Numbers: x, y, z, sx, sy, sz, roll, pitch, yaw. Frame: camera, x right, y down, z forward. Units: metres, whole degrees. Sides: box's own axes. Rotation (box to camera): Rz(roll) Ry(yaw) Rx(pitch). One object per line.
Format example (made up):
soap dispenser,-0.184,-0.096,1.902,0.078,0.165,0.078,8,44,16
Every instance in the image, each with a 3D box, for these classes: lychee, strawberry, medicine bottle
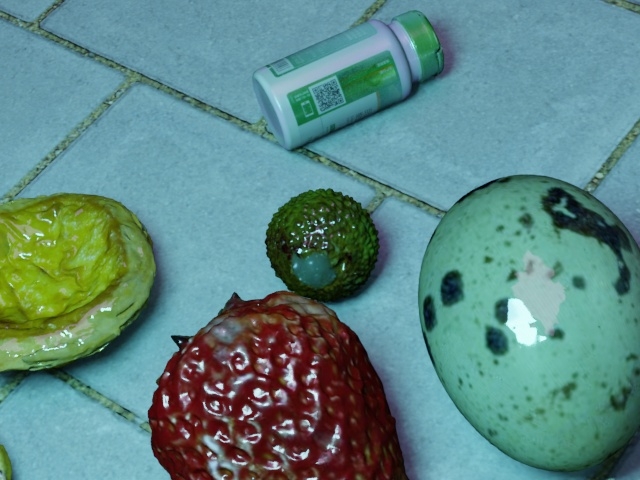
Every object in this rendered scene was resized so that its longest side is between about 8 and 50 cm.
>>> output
lychee,0.000,0.000,1.974,0.171,0.171,0.171,-6,50,7
strawberry,-0.039,0.201,1.737,0.310,0.292,0.291,4,52,23
medicine bottle,0.045,-0.247,2.177,0.274,0.133,0.133,-26,51,-8

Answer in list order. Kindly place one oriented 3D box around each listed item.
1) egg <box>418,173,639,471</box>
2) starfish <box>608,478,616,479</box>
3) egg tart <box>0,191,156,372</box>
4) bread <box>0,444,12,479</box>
egg,0.264,0.098,1.754,0.288,0.287,0.379,-8,64,5
starfish,0.339,0.376,1.661,0.176,0.053,0.208,-2,51,21
egg tart,-0.379,0.069,2.007,0.341,0.129,0.341,-6,49,7
bread,-0.476,0.303,1.882,0.188,0.065,0.149,34,75,29
